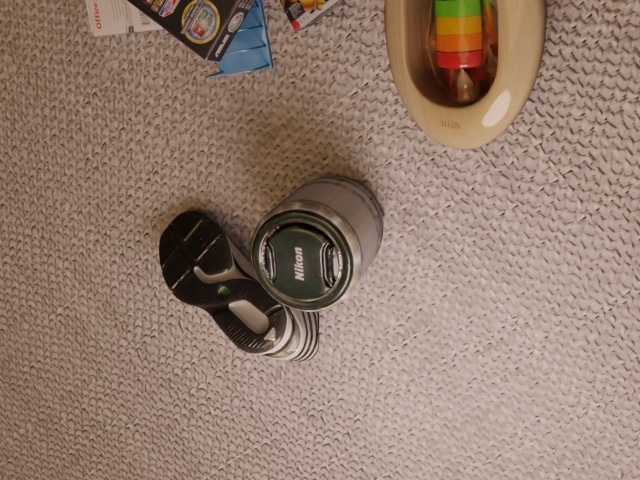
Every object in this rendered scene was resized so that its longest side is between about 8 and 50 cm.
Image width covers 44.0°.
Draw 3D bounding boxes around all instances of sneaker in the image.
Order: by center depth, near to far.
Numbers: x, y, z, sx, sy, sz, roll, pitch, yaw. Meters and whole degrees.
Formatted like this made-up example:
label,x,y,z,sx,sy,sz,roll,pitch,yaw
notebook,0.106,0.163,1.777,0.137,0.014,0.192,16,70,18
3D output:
label,x,y,z,sx,sy,sz,roll,pitch,yaw
sneaker,-0.169,0.123,1.733,0.169,0.257,0.447,-48,54,2

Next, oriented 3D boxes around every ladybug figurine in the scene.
label,x,y,z,sx,sy,sz,roll,pitch,yaw
ladybug figurine,0.264,-0.389,1.387,0.305,0.161,0.450,17,121,36

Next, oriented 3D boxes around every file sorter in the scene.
label,x,y,z,sx,sy,sz,roll,pitch,yaw
file sorter,-0.180,-0.418,1.580,0.118,0.104,0.171,-4,107,19

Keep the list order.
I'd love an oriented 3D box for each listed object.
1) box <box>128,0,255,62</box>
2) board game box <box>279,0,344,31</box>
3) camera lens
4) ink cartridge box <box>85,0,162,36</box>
label,x,y,z,sx,sy,sz,roll,pitch,yaw
box,-0.214,-0.506,1.474,0.216,0.060,0.270,39,110,12
board game box,0.007,-0.529,1.426,0.305,0.053,0.193,-20,100,54
camera lens,0.000,0.000,1.573,0.219,0.274,0.220,6,110,16
ink cartridge box,-0.380,-0.501,1.628,0.190,0.082,0.140,-1,108,20
